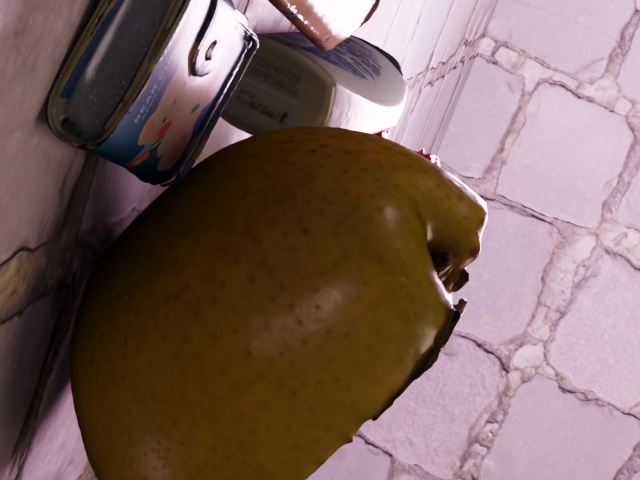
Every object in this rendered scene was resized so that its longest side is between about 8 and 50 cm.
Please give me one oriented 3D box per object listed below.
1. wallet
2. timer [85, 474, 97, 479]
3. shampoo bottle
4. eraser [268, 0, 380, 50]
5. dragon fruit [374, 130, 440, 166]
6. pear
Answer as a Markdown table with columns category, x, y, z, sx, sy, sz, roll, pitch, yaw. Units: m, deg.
| category | x | y | z | sx | sy | sz | roll | pitch | yaw |
| --- | --- | --- | --- | --- | --- | --- | --- | --- | --- |
| wallet | -0.108 | -0.112 | 1.138 | 0.141 | 0.059 | 0.202 | -60 | 170 | 0 |
| timer | -0.140 | 0.273 | 1.411 | 0.087 | 0.237 | 0.262 | 67 | 32 | -23 |
| shampoo bottle | 0.007 | -0.134 | 1.510 | 0.078 | 0.134 | 0.359 | -67 | 172 | 11 |
| eraser | 0.001 | -0.247 | 1.258 | 0.171 | 0.087 | 0.290 | -60 | 166 | 1 |
| dragon fruit | 0.000 | 0.000 | 1.599 | 0.268 | 0.210 | 0.205 | -21 | 152 | -2 |
| pear | -0.068 | 0.048 | 1.279 | 0.386 | 0.191 | 0.340 | -39 | -165 | 39 |
